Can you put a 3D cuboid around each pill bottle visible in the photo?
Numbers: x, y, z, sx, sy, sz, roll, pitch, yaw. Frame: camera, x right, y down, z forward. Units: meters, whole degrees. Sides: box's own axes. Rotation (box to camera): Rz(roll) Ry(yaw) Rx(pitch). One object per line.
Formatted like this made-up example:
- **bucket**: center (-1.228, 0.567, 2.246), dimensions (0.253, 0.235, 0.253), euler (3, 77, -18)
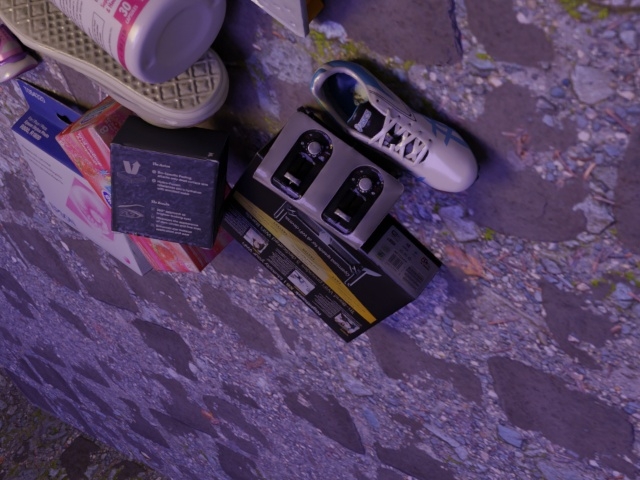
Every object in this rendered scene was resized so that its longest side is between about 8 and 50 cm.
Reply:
- **pill bottle**: center (-0.271, -0.346, 1.086), dimensions (0.283, 0.160, 0.160), euler (42, 150, 14)

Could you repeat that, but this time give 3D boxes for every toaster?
- **toaster**: center (0.010, -0.085, 1.099), dimensions (0.168, 0.110, 0.185), euler (36, -174, -5)

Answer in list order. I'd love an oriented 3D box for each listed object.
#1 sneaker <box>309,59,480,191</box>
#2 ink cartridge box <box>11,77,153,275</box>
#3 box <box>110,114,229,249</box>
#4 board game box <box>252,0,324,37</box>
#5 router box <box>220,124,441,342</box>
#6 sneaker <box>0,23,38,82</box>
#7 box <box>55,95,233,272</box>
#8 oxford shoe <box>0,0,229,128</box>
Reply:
- **sneaker**: center (0.085, -0.132, 1.028), dimensions (0.237, 0.086, 0.085), euler (37, 123, 9)
- **ink cartridge box**: center (-0.471, -0.120, 1.654), dimensions (0.324, 0.071, 0.330), euler (30, 149, 35)
- **box**: center (-0.222, -0.086, 1.255), dimensions (0.156, 0.093, 0.158), euler (10, 126, 1)
- **board game box**: center (-0.161, -0.399, 0.858), dimensions (0.390, 0.050, 0.390), euler (39, 177, 5)
- **router box**: center (0.000, 0.000, 1.302), dimensions (0.309, 0.081, 0.243), euler (43, 149, -2)
- **sneaker**: center (-0.619, -0.340, 1.572), dimensions (0.237, 0.095, 0.104), euler (-4, 120, 44)
- **box**: center (-0.279, -0.101, 1.428), dimensions (0.154, 0.142, 0.299), euler (0, 129, 50)
- **oxford shoe**: center (-0.315, -0.300, 1.226), dimensions (0.449, 0.169, 0.130), euler (36, 173, 10)
